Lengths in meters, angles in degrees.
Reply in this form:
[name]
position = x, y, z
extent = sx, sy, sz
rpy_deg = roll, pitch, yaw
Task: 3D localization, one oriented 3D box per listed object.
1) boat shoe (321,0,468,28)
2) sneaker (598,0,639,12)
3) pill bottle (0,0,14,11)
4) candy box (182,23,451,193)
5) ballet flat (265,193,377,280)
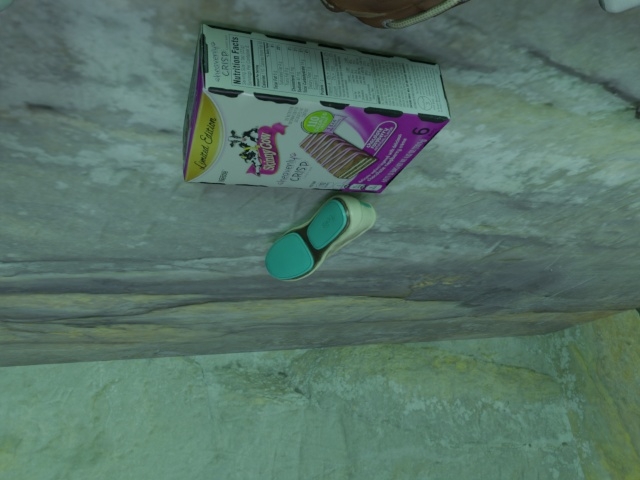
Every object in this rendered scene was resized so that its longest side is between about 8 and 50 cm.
[boat shoe]
position = 0.128, -0.211, 0.254
extent = 0.324, 0.123, 0.116
rpy_deg = -9, 165, 32
[sneaker]
position = 0.294, -0.211, 0.366
extent = 0.152, 0.061, 0.053
rpy_deg = -20, 158, 33
[pill bottle]
position = -0.282, -0.154, 0.247
extent = 0.208, 0.119, 0.119
rpy_deg = -8, 159, 1
[candy box]
position = -0.013, -0.116, 0.496
extent = 0.233, 0.071, 0.159
rpy_deg = 1, 158, -20
[ballet flat]
position = 0.000, 0.000, 0.802
extent = 0.086, 0.086, 0.248
rpy_deg = 8, 153, -34
